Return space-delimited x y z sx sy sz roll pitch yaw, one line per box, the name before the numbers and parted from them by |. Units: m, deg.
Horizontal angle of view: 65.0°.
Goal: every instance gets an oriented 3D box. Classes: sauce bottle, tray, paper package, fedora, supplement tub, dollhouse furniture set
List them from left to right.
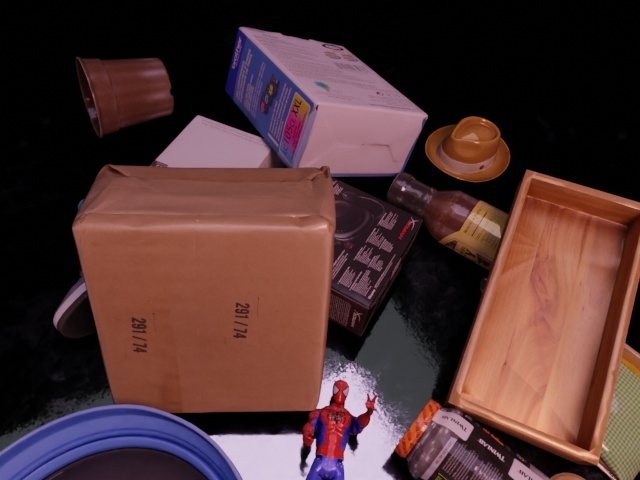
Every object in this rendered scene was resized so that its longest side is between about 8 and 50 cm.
paper package | -0.143 0.069 0.696 0.310 0.324 0.168 1 33 -3
supplement tub | 0.204 0.314 0.688 0.190 0.117 0.117 36 59 19
fedora | 0.332 -0.216 1.111 0.195 0.079 0.194 2 54 -2
sauce bottle | 0.287 -0.023 0.948 0.345 0.111 0.111 32 58 20
tray | 0.359 0.102 0.784 0.203 0.076 0.410 20 69 15
dollhouse furniture set | 0.512 0.269 0.722 0.198 0.151 0.302 -36 64 -26

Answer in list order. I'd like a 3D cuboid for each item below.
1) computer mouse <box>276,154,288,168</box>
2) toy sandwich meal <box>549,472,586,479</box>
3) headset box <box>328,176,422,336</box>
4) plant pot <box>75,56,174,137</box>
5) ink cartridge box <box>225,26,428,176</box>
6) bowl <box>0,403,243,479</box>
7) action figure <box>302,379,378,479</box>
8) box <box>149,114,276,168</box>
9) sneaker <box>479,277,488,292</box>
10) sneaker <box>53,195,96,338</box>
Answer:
computer mouse | -0.028 -0.210 1.101 0.193 0.042 0.106 -28 61 -23
toy sandwich meal | 0.358 0.373 0.712 0.086 0.029 0.085 -4 56 6
headset box | 0.000 0.000 0.907 0.294 0.110 0.218 26 56 14
plant pot | -0.418 -0.320 1.090 0.165 0.166 0.167 -18 57 -26
ink cartridge box | -0.014 -0.297 1.025 0.270 0.151 0.395 -4 44 -35
bowl | -0.255 0.378 0.542 0.392 0.077 0.390 -2 47 2
action figure | 0.012 0.307 0.672 0.092 0.139 0.280 11 51 2
box | -0.203 -0.122 0.976 0.181 0.119 0.181 22 55 11
sneaker | 0.325 0.099 0.913 0.035 0.031 0.083 -21 61 -34
sneaker | -0.370 0.011 0.865 0.179 0.123 0.295 30 62 22
